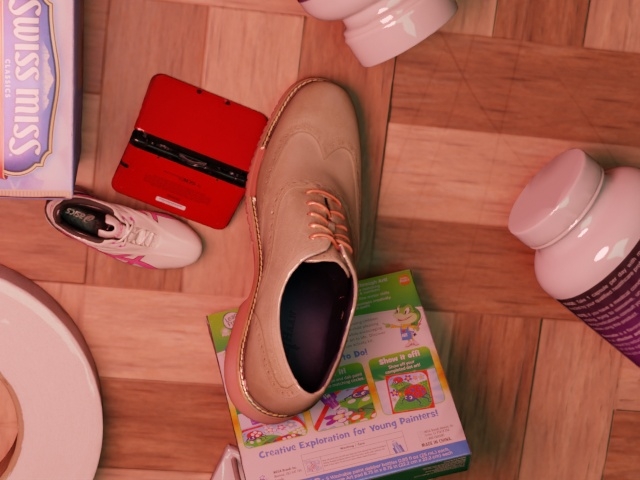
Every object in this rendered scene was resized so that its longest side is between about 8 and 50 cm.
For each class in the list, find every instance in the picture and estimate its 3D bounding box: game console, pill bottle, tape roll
[{"bbox_3d":[-0.150,-0.099,1.592,0.144,0.085,0.124,21,129,-12],"label":"game console"},{"bbox_3d":[0.378,0.039,1.618,0.323,0.181,0.181,38,94,-15],"label":"pill bottle"},{"bbox_3d":[0.019,-0.343,1.486,0.169,0.169,0.301,-34,104,-1],"label":"pill bottle"},{"bbox_3d":[-0.443,0.204,1.581,0.392,0.072,0.392,-2,103,-8],"label":"tape roll"}]

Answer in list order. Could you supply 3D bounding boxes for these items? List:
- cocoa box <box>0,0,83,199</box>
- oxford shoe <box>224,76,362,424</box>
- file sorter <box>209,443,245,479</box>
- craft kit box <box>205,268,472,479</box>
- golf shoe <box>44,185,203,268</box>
[{"bbox_3d":[-0.357,-0.227,1.418,0.228,0.231,0.347,1,101,-9],"label":"cocoa box"},{"bbox_3d":[0.000,0.000,1.513,0.140,0.146,0.397,13,74,-25],"label":"oxford shoe"},{"bbox_3d":[-0.018,0.403,1.639,0.277,0.173,0.193,24,98,-14],"label":"file sorter"},{"bbox_3d":[0.016,0.170,1.576,0.250,0.061,0.246,-12,61,-6],"label":"craft kit box"},{"bbox_3d":[-0.221,-0.006,1.564,0.186,0.086,0.067,17,98,-13],"label":"golf shoe"}]
